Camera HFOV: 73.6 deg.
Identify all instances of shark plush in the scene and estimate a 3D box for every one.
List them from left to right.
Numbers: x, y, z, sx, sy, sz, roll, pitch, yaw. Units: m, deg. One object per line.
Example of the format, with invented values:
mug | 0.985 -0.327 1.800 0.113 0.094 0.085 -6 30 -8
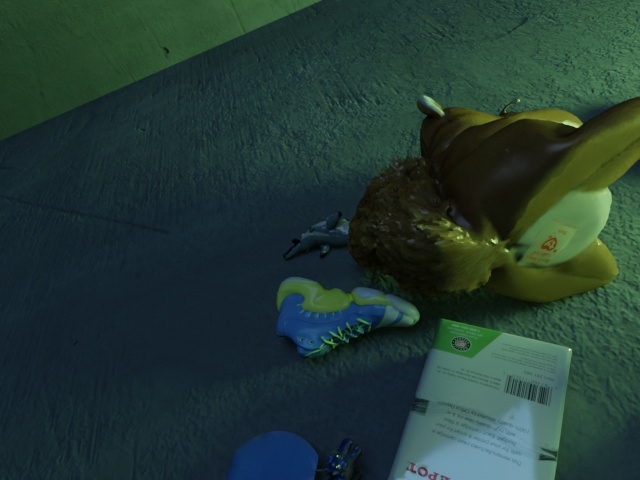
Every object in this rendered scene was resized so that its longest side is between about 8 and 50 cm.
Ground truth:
shark plush | 0.000 0.000 0.831 0.161 0.073 0.067 -19 75 0

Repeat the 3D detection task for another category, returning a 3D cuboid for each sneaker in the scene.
sneaker | 0.032 0.137 0.685 0.240 0.091 0.126 7 71 27

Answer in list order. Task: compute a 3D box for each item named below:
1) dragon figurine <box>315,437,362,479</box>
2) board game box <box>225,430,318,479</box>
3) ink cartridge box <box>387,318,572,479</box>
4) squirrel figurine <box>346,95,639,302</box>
dragon figurine | 0.029 0.371 0.453 0.144 0.085 0.289 -2 45 28
board game box | -0.068 0.343 0.564 0.133 0.033 0.169 -7 43 24
ink cartridge box | 0.196 0.223 0.515 0.160 0.093 0.219 10 55 30
squirrel figurine | 0.214 -0.093 0.678 0.397 0.281 0.370 -21 39 0
